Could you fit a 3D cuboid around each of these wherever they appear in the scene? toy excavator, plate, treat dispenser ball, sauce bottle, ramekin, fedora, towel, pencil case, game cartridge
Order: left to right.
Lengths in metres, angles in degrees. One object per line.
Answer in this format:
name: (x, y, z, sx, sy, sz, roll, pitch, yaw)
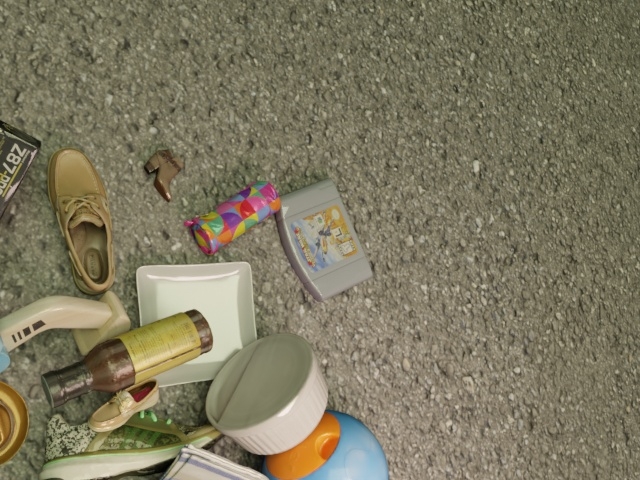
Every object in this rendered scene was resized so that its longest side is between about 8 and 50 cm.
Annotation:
fedora: (-0.678, 0.364, 1.219, 0.194, 0.079, 0.195, 5, 77, -25)
toy excavator: (-0.627, 0.182, 1.152, 0.445, 0.433, 0.222, -31, 59, -10)
sauce bottle: (-0.397, 0.245, 1.290, 0.344, 0.111, 0.112, -18, 87, -35)
towel: (-0.260, 0.550, 1.301, 0.209, 0.285, 0.034, 29, 25, -18)
plate: (-0.290, 0.193, 1.459, 0.277, 0.045, 0.278, -2, 80, -25)
pencil case: (-0.211, -0.061, 1.523, 0.236, 0.104, 0.105, -34, 94, -29)
ramekin: (-0.108, 0.343, 1.360, 0.273, 0.272, 0.127, -46, 123, -26)
game cartridge: (0.000, 0.000, 1.635, 0.198, 0.062, 0.297, -24, 90, -32)
treat dispenser ball: (0.009, 0.531, 1.391, 0.288, 0.288, 0.289, 6, 77, -24)

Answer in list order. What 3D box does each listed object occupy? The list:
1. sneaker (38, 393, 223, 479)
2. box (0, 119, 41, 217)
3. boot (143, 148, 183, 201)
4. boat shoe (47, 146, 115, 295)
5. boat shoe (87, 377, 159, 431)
sneaker: (-0.393, 0.406, 1.322, 0.410, 0.158, 0.182, -3, 63, -31)
box: (-0.768, -0.091, 1.153, 0.318, 0.097, 0.395, 29, 95, -24)
boot: (-0.370, -0.163, 1.502, 0.087, 0.042, 0.119, -39, 104, -35)
boat shoe: (-0.518, -0.052, 1.366, 0.121, 0.110, 0.341, -15, 86, -27)
boat shoe: (-0.407, 0.336, 1.286, 0.063, 0.059, 0.170, 28, 28, 24)
